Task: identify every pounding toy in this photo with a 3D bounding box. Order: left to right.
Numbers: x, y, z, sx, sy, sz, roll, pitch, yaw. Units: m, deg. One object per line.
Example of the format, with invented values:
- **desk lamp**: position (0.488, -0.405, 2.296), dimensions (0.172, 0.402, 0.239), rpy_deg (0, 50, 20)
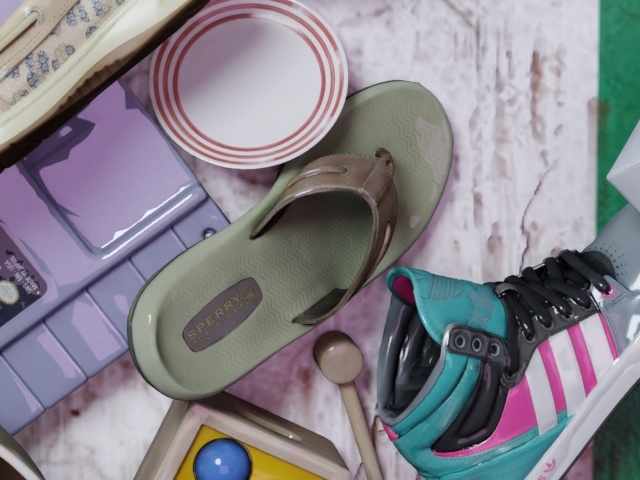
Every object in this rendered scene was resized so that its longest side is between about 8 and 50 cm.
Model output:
- **pounding toy**: position (-0.025, 0.165, 0.879), dimensions (0.181, 0.094, 0.206), rpy_deg (26, 92, -12)

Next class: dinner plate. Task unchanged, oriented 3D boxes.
- **dinner plate**: position (-0.051, -0.114, 0.856), dimensions (0.141, 0.017, 0.141), rpy_deg (-1, 70, 1)

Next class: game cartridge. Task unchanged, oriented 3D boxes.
- **game cartridge**: position (-0.240, -0.061, 0.832), dimensions (0.230, 0.068, 0.355), rpy_deg (-38, 102, -8)

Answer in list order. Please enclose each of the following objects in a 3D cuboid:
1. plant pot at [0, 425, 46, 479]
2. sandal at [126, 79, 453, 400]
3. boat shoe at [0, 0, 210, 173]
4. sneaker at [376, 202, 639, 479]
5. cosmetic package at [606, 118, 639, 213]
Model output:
- **plant pot**: position (-0.273, 0.188, 0.743), dimensions (0.257, 0.274, 0.256), rpy_deg (-2, 97, -12)
- **sandal**: position (0.000, 0.002, 0.836), dimensions (0.303, 0.086, 0.120), rpy_deg (-45, 108, -27)
- **boat shoe**: position (-0.184, -0.118, 0.762), dimensions (0.285, 0.104, 0.089), rpy_deg (-41, 98, -14)
- **sneaker**: position (0.141, 0.052, 0.885), dimensions (0.178, 0.124, 0.295), rpy_deg (33, 92, -22)
- **cosmetic package**: position (0.356, -0.059, 0.851), dimensions (0.224, 0.138, 0.224), rpy_deg (45, 56, -13)
